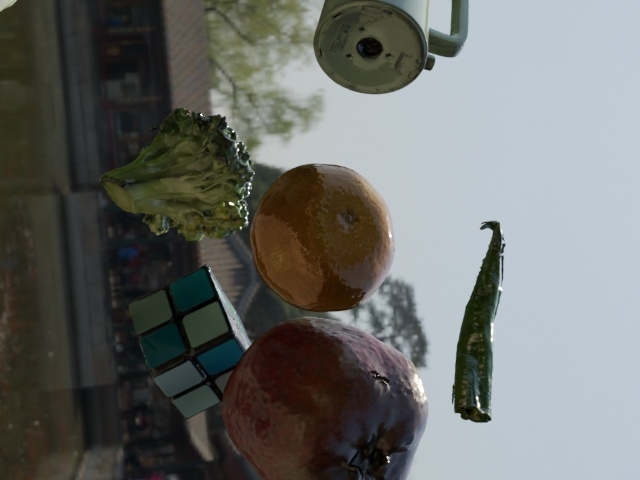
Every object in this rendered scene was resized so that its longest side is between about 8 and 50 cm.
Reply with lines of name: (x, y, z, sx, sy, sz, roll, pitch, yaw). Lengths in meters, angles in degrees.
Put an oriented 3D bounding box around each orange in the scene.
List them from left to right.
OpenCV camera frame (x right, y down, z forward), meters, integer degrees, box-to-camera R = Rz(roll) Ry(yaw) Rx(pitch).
orange: (0.000, 0.000, 1.027, 0.136, 0.158, 0.159, -34, -119, 57)

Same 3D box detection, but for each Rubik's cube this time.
Rubik's cube: (-0.225, 0.185, 1.780, 0.183, 0.167, 0.180, 61, -3, 42)

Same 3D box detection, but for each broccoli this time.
broccoli: (-0.242, -0.095, 1.692, 0.248, 0.245, 0.288, 50, -29, 22)

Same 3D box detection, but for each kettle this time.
kettle: (0.136, -0.448, 1.830, 0.205, 0.264, 0.318, 74, 19, -44)

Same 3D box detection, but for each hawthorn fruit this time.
hawthorn fruit: (-0.019, 0.254, 1.505, 0.368, 0.284, 0.285, 19, -61, 43)

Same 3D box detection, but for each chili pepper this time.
chili pepper: (0.279, 0.138, 1.719, 0.076, 0.084, 0.359, -26, -132, 53)

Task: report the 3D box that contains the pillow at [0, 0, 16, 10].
pillow: (-0.581, -0.455, 1.631, 0.274, 0.076, 0.281, -49, 168, -43)
